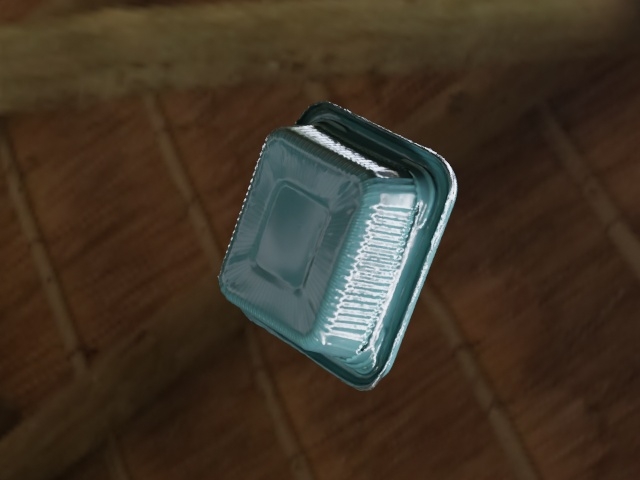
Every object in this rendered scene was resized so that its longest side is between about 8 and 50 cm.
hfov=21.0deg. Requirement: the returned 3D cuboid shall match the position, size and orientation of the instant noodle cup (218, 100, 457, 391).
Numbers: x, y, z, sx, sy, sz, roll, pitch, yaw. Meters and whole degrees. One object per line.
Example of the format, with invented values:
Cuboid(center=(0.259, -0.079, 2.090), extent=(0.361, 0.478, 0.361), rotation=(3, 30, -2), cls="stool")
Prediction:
Cuboid(center=(0.000, 0.000, 1.233), extent=(0.157, 0.179, 0.070), rotation=(30, -164, 38), cls="instant noodle cup")
